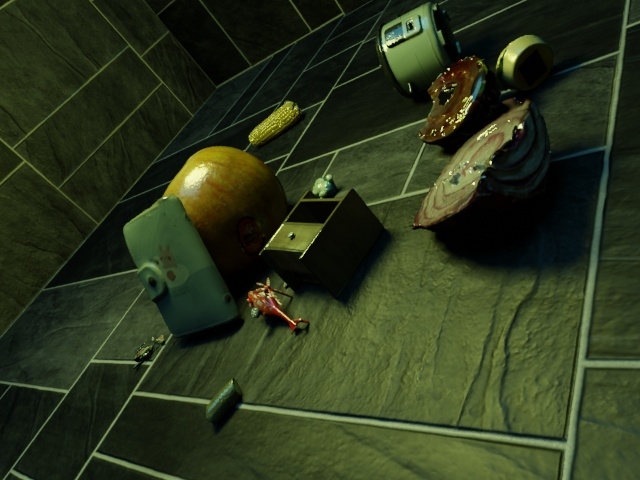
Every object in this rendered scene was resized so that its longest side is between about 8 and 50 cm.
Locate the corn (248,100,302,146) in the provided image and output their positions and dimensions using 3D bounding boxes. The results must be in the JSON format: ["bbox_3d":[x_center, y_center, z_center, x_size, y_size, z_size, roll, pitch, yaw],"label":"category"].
[{"bbox_3d":[-0.192,-0.486,2.212,0.260,0.091,0.091,-30,46,26],"label":"corn"}]

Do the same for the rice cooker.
[{"bbox_3d":[0.285,-0.567,1.583,0.227,0.241,0.281,-17,73,32],"label":"rice cooker"}]

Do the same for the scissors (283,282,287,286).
[{"bbox_3d":[-0.079,0.078,1.355,0.039,0.012,0.113,-22,34,31],"label":"scissors"}]

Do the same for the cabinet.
[{"bbox_3d":[0.000,0.000,1.226,0.174,0.148,0.215,4,53,53],"label":"cabinet"}]

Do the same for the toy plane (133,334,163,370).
[{"bbox_3d":[-0.498,0.317,1.518,0.121,0.031,0.049,-47,34,-6],"label":"toy plane"}]

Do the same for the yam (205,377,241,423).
[{"bbox_3d":[-0.204,0.339,1.109,0.094,0.043,0.043,-46,28,-13],"label":"yam"}]

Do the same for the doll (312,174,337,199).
[{"bbox_3d":[0.008,-0.149,1.533,0.083,0.050,0.076,9,74,53],"label":"doll"}]

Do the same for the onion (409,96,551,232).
[{"bbox_3d":[0.317,-0.109,1.021,0.314,0.146,0.280,-57,8,-27],"label":"onion"}]

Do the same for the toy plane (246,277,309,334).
[{"bbox_3d":[-0.101,0.159,1.220,0.194,0.126,0.077,25,102,25],"label":"toy plane"}]

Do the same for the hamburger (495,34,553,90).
[{"bbox_3d":[0.479,-0.418,1.254,0.141,0.126,0.081,-58,33,21],"label":"hamburger"}]

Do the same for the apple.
[{"bbox_3d":[-0.294,-0.093,1.525,0.400,0.334,0.400,-27,30,17],"label":"apple"}]

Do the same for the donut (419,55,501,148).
[{"bbox_3d":[0.342,-0.330,1.274,0.216,0.096,0.230,-32,40,48],"label":"donut"}]

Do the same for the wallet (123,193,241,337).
[{"bbox_3d":[-0.375,0.081,1.366,0.252,0.360,0.083,-24,5,33],"label":"wallet"}]
